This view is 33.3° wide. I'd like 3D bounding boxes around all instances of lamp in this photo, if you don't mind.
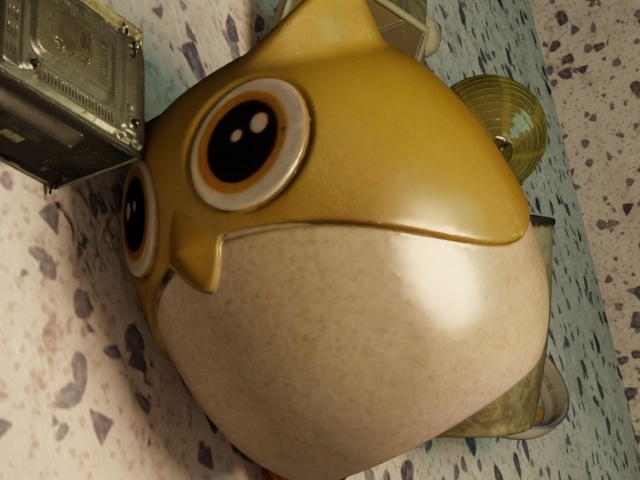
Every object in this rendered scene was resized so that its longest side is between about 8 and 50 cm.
[{"bbox_3d":[0.340,-0.204,2.143,0.284,0.250,0.250,-99,165,-69],"label":"lamp"}]

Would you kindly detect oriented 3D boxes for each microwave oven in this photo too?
[{"bbox_3d":[-0.261,-0.160,0.979,0.205,0.129,0.163,31,46,-56],"label":"microwave oven"}]

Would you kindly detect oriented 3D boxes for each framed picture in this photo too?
[{"bbox_3d":[0.039,-0.271,1.625,0.324,0.020,0.241,18,87,-48],"label":"framed picture"}]

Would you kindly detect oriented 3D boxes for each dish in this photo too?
[{"bbox_3d":[0.290,0.265,1.896,0.273,0.134,0.273,20,35,-15],"label":"dish"}]

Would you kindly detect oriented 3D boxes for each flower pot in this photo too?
[{"bbox_3d":[0.212,0.125,1.638,0.293,0.293,0.330,6,84,-64],"label":"flower pot"}]

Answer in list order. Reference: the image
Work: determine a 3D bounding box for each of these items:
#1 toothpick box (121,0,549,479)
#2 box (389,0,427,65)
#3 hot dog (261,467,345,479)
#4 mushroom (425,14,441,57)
[{"bbox_3d":[0.000,0.000,1.111,0.425,0.409,0.409,62,24,2],"label":"toothpick box"},{"bbox_3d":[0.087,-0.370,1.842,0.155,0.149,0.231,51,34,-40],"label":"box"},{"bbox_3d":[-0.009,0.243,1.303,0.227,0.099,0.161,-33,105,-64],"label":"hot dog"},{"bbox_3d":[0.154,-0.447,2.115,0.351,0.095,0.123,31,30,-59],"label":"mushroom"}]
